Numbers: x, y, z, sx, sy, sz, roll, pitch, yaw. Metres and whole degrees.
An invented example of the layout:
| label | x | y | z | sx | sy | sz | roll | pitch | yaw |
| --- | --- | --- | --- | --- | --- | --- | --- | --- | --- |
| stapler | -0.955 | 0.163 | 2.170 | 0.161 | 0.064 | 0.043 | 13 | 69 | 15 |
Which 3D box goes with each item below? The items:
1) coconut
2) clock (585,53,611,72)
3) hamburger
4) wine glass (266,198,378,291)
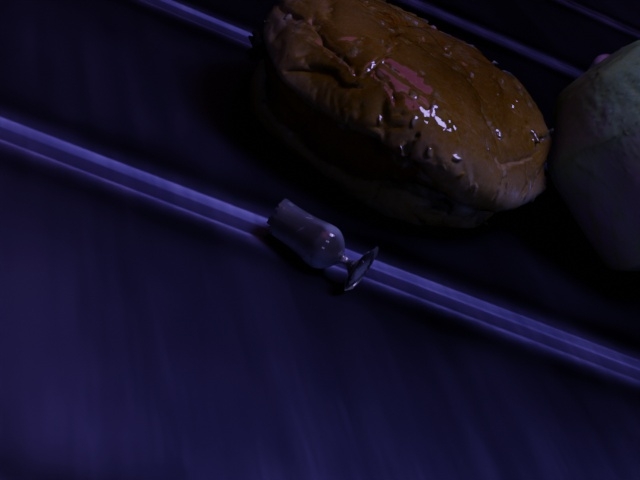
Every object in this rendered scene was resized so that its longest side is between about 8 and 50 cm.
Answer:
| label | x | y | z | sx | sy | sz | roll | pitch | yaw |
| --- | --- | --- | --- | --- | --- | --- | --- | --- | --- |
| coconut | 0.325 | -0.069 | 1.119 | 0.236 | 0.236 | 0.205 | 38 | 59 | 21 |
| clock | 0.448 | -0.110 | 1.419 | 0.284 | 0.114 | 0.309 | 17 | 27 | -16 |
| hamburger | 0.053 | -0.121 | 1.064 | 0.309 | 0.132 | 0.211 | 37 | 26 | 15 |
| wine glass | 0.000 | 0.000 | 0.902 | 0.083 | 0.042 | 0.039 | 34 | -1 | 18 |
